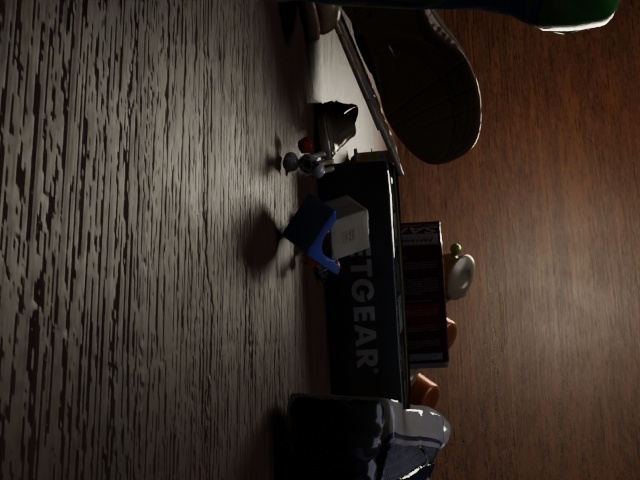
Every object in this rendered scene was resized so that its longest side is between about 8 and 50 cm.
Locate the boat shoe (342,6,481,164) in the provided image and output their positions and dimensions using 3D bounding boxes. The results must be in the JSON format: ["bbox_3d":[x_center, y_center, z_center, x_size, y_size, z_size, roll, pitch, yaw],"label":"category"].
[{"bbox_3d":[0.103,-0.251,1.329,0.342,0.123,0.123,56,15,-33],"label":"boat shoe"}]

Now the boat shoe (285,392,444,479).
[{"bbox_3d":[0.036,0.226,0.950,0.340,0.127,0.158,38,55,-70],"label":"boat shoe"}]

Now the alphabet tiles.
[{"bbox_3d":[0.048,-0.198,1.264,0.198,0.009,0.237,-96,162,-64],"label":"alphabet tiles"}]

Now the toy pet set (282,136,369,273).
[{"bbox_3d":[-0.012,-0.013,0.941,0.114,0.065,0.122,38,-40,50],"label":"toy pet set"}]

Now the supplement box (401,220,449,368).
[{"bbox_3d":[0.133,0.090,1.679,0.073,0.130,0.239,-84,169,-57],"label":"supplement box"}]

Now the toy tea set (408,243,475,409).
[{"bbox_3d":[0.154,0.160,1.926,0.200,0.124,0.336,-2,109,-50],"label":"toy tea set"}]

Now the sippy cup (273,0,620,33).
[{"bbox_3d":[0.016,-0.207,0.491,0.305,0.224,0.240,78,12,-49],"label":"sippy cup"}]

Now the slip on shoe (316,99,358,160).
[{"bbox_3d":[0.021,-0.129,1.234,0.135,0.041,0.051,-75,161,-69],"label":"slip on shoe"}]

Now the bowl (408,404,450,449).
[{"bbox_3d":[0.090,0.254,1.309,0.053,0.142,0.142,54,7,2],"label":"bowl"}]

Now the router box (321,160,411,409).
[{"bbox_3d":[0.060,0.059,1.302,0.243,0.081,0.309,-17,104,-83],"label":"router box"}]

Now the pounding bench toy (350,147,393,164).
[{"bbox_3d":[0.080,-0.101,1.603,0.083,0.065,0.052,68,19,-69],"label":"pounding bench toy"}]

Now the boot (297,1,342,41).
[{"bbox_3d":[0.026,-0.307,1.085,0.305,0.115,0.112,-84,170,-48],"label":"boot"}]

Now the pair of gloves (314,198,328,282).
[{"bbox_3d":[0.000,0.000,1.132,0.074,0.010,0.083,69,19,-68],"label":"pair of gloves"}]
